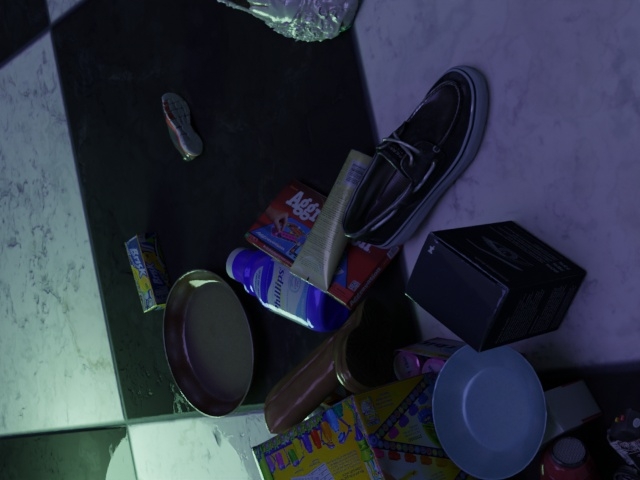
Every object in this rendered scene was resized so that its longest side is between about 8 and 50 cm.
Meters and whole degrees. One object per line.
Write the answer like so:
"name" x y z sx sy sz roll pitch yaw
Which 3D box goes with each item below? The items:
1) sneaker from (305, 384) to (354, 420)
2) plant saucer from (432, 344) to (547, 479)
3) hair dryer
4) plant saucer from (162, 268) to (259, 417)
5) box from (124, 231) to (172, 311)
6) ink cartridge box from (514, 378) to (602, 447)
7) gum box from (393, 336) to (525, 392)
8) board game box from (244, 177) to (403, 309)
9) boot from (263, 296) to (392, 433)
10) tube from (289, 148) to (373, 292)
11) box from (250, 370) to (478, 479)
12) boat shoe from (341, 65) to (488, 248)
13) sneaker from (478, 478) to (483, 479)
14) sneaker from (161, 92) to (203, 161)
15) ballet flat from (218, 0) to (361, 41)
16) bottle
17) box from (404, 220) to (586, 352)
"sneaker" 0.044 0.341 1.759 0.262 0.099 0.121 51 137 39
"plant saucer" 0.245 0.240 1.390 0.195 0.037 0.195 -8 78 44
"hair dryer" 0.402 0.357 1.345 0.223 0.080 0.293 46 146 1
"plant saucer" -0.223 0.211 2.045 0.310 0.050 0.311 10 104 45
"box" -0.381 0.070 2.189 0.059 0.054 0.169 -28 75 45
"ink cartridge box" 0.317 0.271 1.432 0.150 0.109 0.063 -46 64 40
"gum box" 0.213 0.201 1.535 0.188 0.107 0.062 6 100 47
"board game box" 0.000 0.000 1.731 0.281 0.027 0.145 31 77 40
"boot" 0.004 0.240 1.610 0.089 0.236 0.269 42 117 -6
"tube" 0.028 -0.036 1.671 0.240 0.062 0.070 -65 10 2
"box" 0.077 0.391 1.504 0.290 0.177 0.279 -36 69 46
"boat shoe" 0.146 -0.123 1.540 0.121 0.119 0.335 44 118 35
"sneaker" 0.234 0.397 1.567 0.122 0.110 0.283 13 108 27
"sneaker" -0.302 -0.234 2.058 0.065 0.061 0.158 -42 65 49
"ballet flat" -0.111 -0.450 1.768 0.409 0.147 0.147 28 115 40
"bottle" -0.065 0.078 1.823 0.282 0.092 0.118 21 112 43
"box" 0.250 0.060 1.400 0.153 0.207 0.108 40 122 36
